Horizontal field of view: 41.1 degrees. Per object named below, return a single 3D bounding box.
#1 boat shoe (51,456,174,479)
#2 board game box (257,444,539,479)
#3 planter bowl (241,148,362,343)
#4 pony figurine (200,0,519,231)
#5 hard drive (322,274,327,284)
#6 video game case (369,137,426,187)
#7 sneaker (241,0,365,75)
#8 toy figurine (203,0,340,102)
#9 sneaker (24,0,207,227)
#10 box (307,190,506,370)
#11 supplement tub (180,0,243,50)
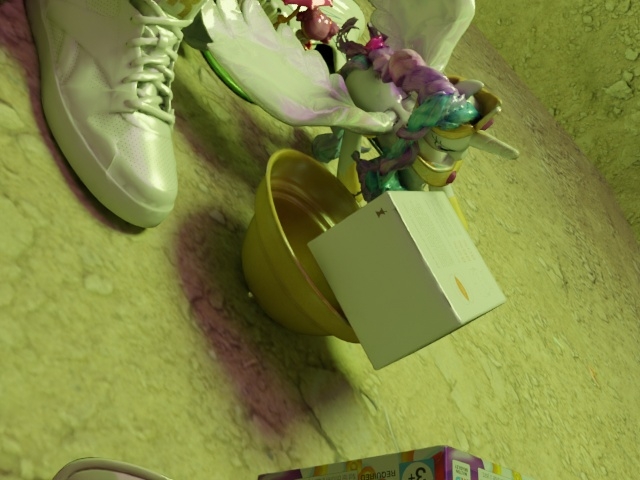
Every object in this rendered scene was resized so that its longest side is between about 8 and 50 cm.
[{"bbox_3d":[-0.088,0.196,0.541,0.206,0.075,0.065,37,-14,-23],"label":"boat shoe"},{"bbox_3d":[0.054,0.273,0.474,0.144,0.142,0.276,29,52,-43],"label":"board game box"},{"bbox_3d":[-0.013,0.024,0.837,0.217,0.090,0.217,44,27,-29],"label":"planter bowl"},{"bbox_3d":[0.072,-0.162,0.974,0.351,0.302,0.363,52,-13,14],"label":"pony figurine"},{"bbox_3d":[0.000,0.000,0.979,0.094,0.022,0.135,11,48,-57],"label":"hard drive"},{"bbox_3d":[0.099,-0.212,1.441,0.274,0.026,0.196,51,24,-4],"label":"video game case"},{"bbox_3d":[-0.051,-0.340,1.244,0.297,0.111,0.129,26,58,-32],"label":"sneaker"},{"bbox_3d":[-0.040,-0.259,1.085,0.173,0.159,0.130,37,29,-34],"label":"toy figurine"},{"bbox_3d":[-0.156,-0.170,0.745,0.108,0.169,0.293,15,46,-57],"label":"sneaker"},{"bbox_3d":[0.085,0.031,0.790,0.130,0.091,0.170,62,23,10],"label":"box"},{"bbox_3d":[-0.154,-0.319,1.025,0.106,0.106,0.198,23,39,-49],"label":"supplement tub"}]
